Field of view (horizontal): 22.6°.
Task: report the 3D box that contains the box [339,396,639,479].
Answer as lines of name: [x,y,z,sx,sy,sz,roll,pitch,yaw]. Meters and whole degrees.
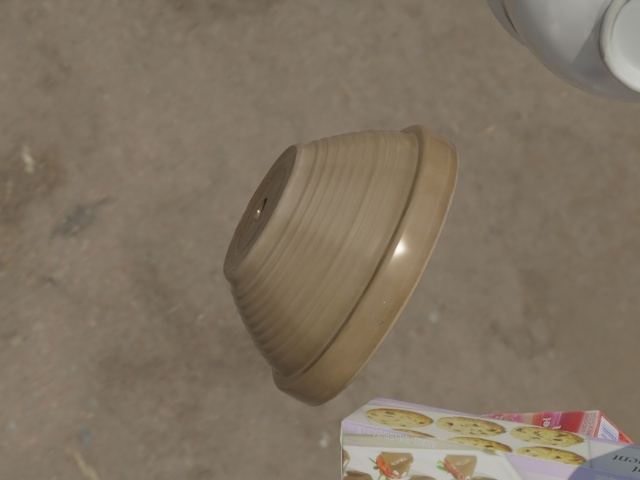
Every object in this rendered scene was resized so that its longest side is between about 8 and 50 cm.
box: [0.171,0.182,1.225,0.067,0.324,0.063,-29,122,-57]

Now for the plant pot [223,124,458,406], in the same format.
plant pot: [0.000,0.000,1.242,0.110,0.237,0.237,29,48,-13]

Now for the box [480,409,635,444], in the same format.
box: [0.207,0.323,1.489,0.154,0.142,0.300,40,56,-37]

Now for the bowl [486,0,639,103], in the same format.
bowl: [0.284,-0.210,1.301,0.298,0.298,0.134,27,38,-31]
